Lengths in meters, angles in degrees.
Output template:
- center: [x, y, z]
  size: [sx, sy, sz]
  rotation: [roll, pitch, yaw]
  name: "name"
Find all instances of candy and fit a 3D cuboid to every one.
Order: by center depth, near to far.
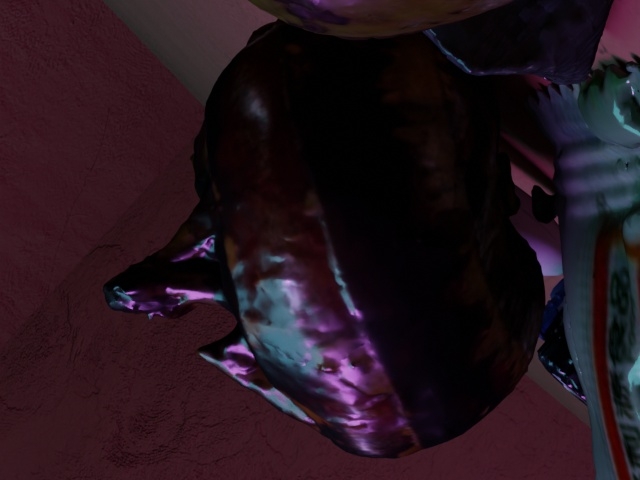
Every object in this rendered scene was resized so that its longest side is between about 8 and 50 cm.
- center: [0.238, 0.077, 0.839]
  size: [0.398, 0.172, 0.263]
  rotation: [62, 164, -5]
  name: "candy"

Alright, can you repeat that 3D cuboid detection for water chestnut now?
- center: [0.000, 0.000, 0.962]
  size: [0.300, 0.300, 0.300]
  rotation: [42, 177, 2]
  name: "water chestnut"

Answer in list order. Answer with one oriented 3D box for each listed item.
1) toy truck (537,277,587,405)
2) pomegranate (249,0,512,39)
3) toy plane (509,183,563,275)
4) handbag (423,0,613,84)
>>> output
- center: [0.247, 0.099, 1.108]
  size: [0.208, 0.113, 0.126]
  rotation: [44, 177, -27]
  name: "toy truck"
- center: [0.012, -0.143, 0.339]
  size: [0.159, 0.159, 0.205]
  rotation: [39, 151, 53]
  name: "pomegranate"
- center: [0.086, -0.047, 1.137]
  size: [0.255, 0.101, 0.251]
  rotation: [27, 137, 16]
  name: "toy plane"
- center: [0.025, -0.159, 0.627]
  size: [0.270, 0.089, 0.175]
  rotation: [42, -175, -4]
  name: "handbag"
